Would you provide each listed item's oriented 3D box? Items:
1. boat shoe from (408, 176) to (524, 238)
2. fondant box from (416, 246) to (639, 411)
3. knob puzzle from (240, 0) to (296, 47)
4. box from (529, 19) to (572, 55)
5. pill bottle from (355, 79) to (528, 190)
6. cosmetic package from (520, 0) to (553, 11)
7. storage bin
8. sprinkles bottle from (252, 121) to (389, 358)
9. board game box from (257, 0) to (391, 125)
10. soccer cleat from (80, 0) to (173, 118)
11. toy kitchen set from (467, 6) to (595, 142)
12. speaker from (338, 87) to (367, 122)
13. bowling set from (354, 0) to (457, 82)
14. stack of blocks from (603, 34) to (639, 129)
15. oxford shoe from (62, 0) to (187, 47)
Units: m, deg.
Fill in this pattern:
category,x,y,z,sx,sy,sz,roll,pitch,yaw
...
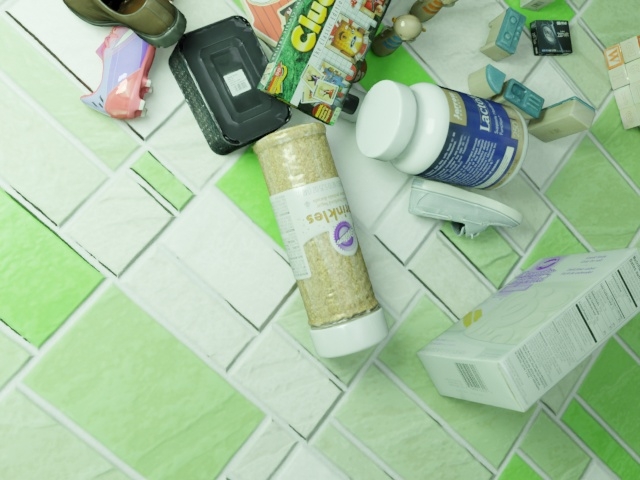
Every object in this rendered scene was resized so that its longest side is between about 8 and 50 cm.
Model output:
category,x,y,z,sx,sy,sz,roll,pitch,yaw
boat shoe,0.253,-0.047,1.220,0.228,0.079,0.081,15,97,-21
fondant box,0.355,0.140,1.150,0.330,0.238,0.096,-31,96,-22
knob puzzle,-0.039,-0.376,1.071,0.213,0.213,0.030,57,28,-9
box,0.454,-0.399,1.356,0.083,0.018,0.067,-6,88,-23
pill bottle,0.200,-0.175,1.143,0.265,0.153,0.153,7,83,-30
cosmetic package,0.419,-0.510,1.330,0.041,0.060,0.115,5,82,-22
storage bin,-0.140,-0.236,1.062,0.122,0.084,0.180,-29,96,-22
sprinkles bottle,0.000,0.000,1.079,0.121,0.121,0.355,-18,92,-23
board game box,0.017,-0.317,1.034,0.136,0.030,0.259,22,96,-30
soccer cleat,-0.279,-0.299,1.016,0.095,0.083,0.247,13,81,-11
toy kitchen set,0.402,-0.310,1.271,0.207,0.122,0.166,26,76,-19
speaker,0.005,-0.243,1.138,0.136,0.055,0.055,19,78,-20
bowling set,0.099,-0.365,1.133,0.287,0.154,0.199,8,82,-21
stack of blocks,0.710,-0.275,1.414,0.171,0.087,0.297,-17,92,-23
oxford shoe,-0.291,-0.344,0.951,0.082,0.227,0.096,-63,153,-7
